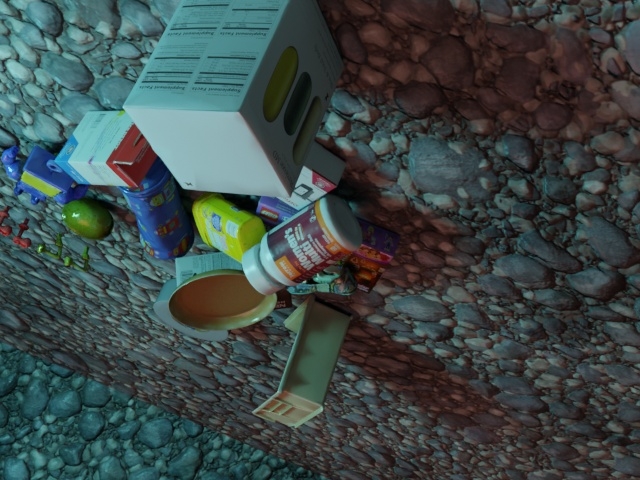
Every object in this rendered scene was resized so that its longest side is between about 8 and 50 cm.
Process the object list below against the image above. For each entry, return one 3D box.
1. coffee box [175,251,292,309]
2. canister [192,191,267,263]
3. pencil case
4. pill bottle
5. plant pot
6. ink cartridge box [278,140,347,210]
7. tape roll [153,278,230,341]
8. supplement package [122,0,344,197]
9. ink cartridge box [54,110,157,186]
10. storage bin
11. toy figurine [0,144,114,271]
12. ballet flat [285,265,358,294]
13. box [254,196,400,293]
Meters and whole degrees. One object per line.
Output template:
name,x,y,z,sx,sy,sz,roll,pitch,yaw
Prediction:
coffee box,-0.194,0.097,2.057,0.246,0.098,0.141,-7,150,-2
canister,-0.183,-0.020,1.881,0.170,0.073,0.126,28,143,45
pencil case,-0.354,-0.075,1.942,0.133,0.119,0.306,53,165,26
pill bottle,-0.038,0.013,1.751,0.221,0.121,0.121,-32,127,23
plant pot,-0.213,0.125,1.973,0.236,0.032,0.236,-6,145,-4
ink cartridge box,-0.040,-0.126,1.692,0.109,0.063,0.150,31,150,-18
tape roll,-0.337,0.190,2.448,0.219,0.072,0.219,17,153,9
supplement package,-0.118,-0.230,1.346,0.198,0.263,0.199,6,149,26
ink cartridge box,-0.386,-0.178,1.741,0.231,0.134,0.078,6,149,38
storage bin,-0.049,0.309,2.260,0.123,0.262,0.260,24,152,-10
toy figurine,-0.600,-0.101,2.003,0.362,0.191,0.217,32,145,-22
ballet flat,-0.004,0.077,1.921,0.188,0.070,0.070,-3,144,36
box,0.000,0.000,1.894,0.293,0.057,0.201,22,152,-1
